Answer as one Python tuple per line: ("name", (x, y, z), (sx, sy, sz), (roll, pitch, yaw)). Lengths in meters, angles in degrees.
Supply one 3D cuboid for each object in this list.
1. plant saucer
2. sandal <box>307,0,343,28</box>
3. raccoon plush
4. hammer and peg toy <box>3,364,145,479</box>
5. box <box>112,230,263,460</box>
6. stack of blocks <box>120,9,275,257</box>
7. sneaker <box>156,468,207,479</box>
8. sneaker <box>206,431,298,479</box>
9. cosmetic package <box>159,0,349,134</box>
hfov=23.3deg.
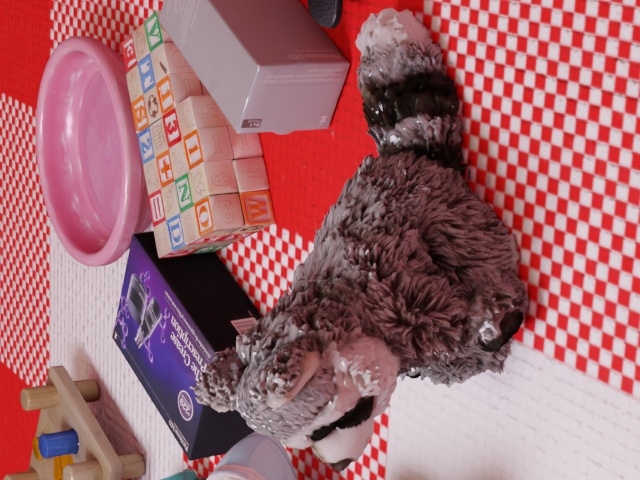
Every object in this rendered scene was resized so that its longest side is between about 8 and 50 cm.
("plant saucer", (-0.315, -0.129, 2.249), (0.332, 0.084, 0.332), (15, 107, 57))
("sandal", (0.007, -0.304, 1.734), (0.067, 0.040, 0.179), (-60, 32, 37))
("raccoon plush", (0.000, 0.000, 1.544), (0.216, 0.299, 0.446), (-46, 57, 52))
("hammer and peg toy", (-0.357, 0.390, 2.377), (0.361, 0.127, 0.266), (49, 133, 43))
("box", (-0.169, 0.131, 2.044), (0.261, 0.103, 0.184), (50, 138, 42))
("stack of blocks", (-0.161, -0.142, 1.986), (0.171, 0.087, 0.297), (-25, 74, 58))
("sneaker", (-0.178, 0.404, 2.098), (0.295, 0.124, 0.178), (14, 117, 59))
("sneaker", (-0.047, 0.393, 1.899), (0.135, 0.150, 0.366), (7, 123, 22))
("cosmetic package", (-0.080, -0.230, 1.801), (0.238, 0.127, 0.107), (51, 136, 39))
